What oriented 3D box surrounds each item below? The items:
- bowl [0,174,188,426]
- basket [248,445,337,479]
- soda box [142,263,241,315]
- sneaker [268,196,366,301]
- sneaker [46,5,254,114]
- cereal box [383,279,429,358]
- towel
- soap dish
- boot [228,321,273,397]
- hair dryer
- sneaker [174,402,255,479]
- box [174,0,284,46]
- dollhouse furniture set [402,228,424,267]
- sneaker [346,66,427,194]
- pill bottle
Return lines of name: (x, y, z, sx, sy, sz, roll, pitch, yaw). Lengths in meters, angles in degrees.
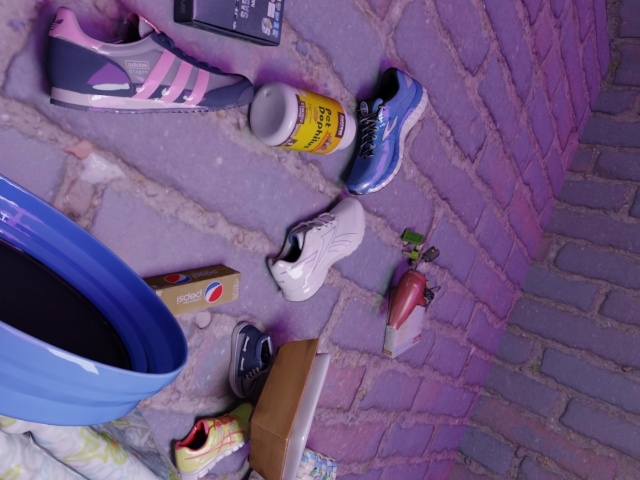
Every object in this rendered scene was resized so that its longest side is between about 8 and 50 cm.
bowl: (-0.315, 0.036, 0.487, 0.077, 0.391, 0.391, -50, 139, -4)
basket: (-0.083, 0.663, 1.172, 0.255, 0.201, 0.289, 49, 58, -49)
soda box: (-0.235, 0.091, 0.859, 0.181, 0.061, 0.058, -9, 111, -48)
sneaker: (0.000, 0.000, 1.073, 0.297, 0.111, 0.129, -52, 132, -24)
sneaker: (-0.224, -0.258, 0.685, 0.319, 0.112, 0.131, -19, 122, -46)
cereal box: (0.287, 0.256, 1.567, 0.173, 0.047, 0.240, -14, 116, -45)
towel: (-0.327, 0.196, 0.587, 0.090, 0.320, 0.374, -41, 134, -21)
soap dish: (-0.072, 0.376, 1.025, 0.290, 0.118, 0.229, 100, 9, -45)
boot: (-0.149, 0.276, 1.022, 0.069, 0.086, 0.190, -22, 121, -44)
hair dryer: (0.305, 0.175, 1.456, 0.293, 0.080, 0.223, -35, 127, -33)
sneaker: (-0.221, 0.410, 1.002, 0.208, 0.081, 0.094, -34, 118, -43)
box: (-0.135, -0.450, 0.751, 0.183, 0.059, 0.232, -8, 111, -47)
dollhouse furniture set: (0.293, 0.025, 1.497, 0.076, 0.059, 0.151, -64, 161, -20)
sneaker: (0.130, -0.263, 1.123, 0.147, 0.130, 0.330, 30, 79, -37)
pill bottle: (-0.026, -0.234, 0.927, 0.215, 0.117, 0.117, -3, 107, -50)
